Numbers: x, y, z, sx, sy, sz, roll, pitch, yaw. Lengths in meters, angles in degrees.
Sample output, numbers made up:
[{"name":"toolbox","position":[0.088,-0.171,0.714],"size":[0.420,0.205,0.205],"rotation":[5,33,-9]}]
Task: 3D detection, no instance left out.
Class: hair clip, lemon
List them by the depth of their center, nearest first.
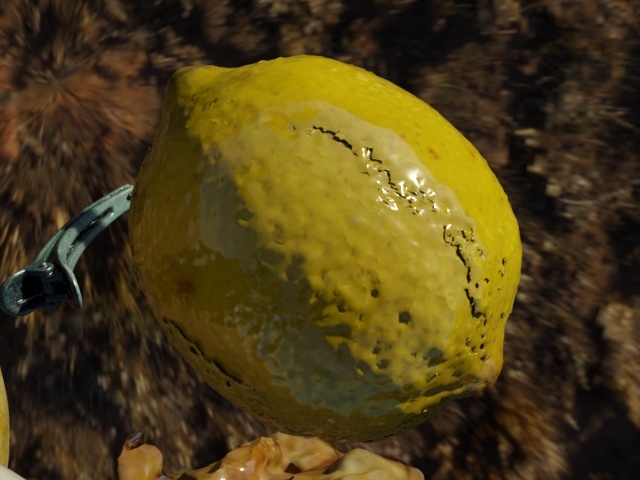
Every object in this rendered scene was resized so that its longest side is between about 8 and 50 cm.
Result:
[{"name":"lemon","position":[0.000,0.000,1.310],"size":[0.310,0.258,0.258],"rotation":[44,88,1]},{"name":"hair clip","position":[-0.203,-0.001,1.572],"size":[0.070,0.229,0.039],"rotation":[-7,113,14]}]

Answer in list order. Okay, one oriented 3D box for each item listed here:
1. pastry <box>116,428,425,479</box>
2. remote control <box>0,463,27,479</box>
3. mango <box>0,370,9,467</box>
[{"name":"pastry","position":[0.012,0.250,0.774],"size":[0.405,0.337,0.292],"rotation":[20,126,-41]},{"name":"remote control","position":[-0.193,0.131,1.003],"size":[0.229,0.073,0.044],"rotation":[44,54,-34]},{"name":"mango","position":[-0.274,0.140,1.159],"size":[0.146,0.316,0.193],"rotation":[40,116,-22]}]
